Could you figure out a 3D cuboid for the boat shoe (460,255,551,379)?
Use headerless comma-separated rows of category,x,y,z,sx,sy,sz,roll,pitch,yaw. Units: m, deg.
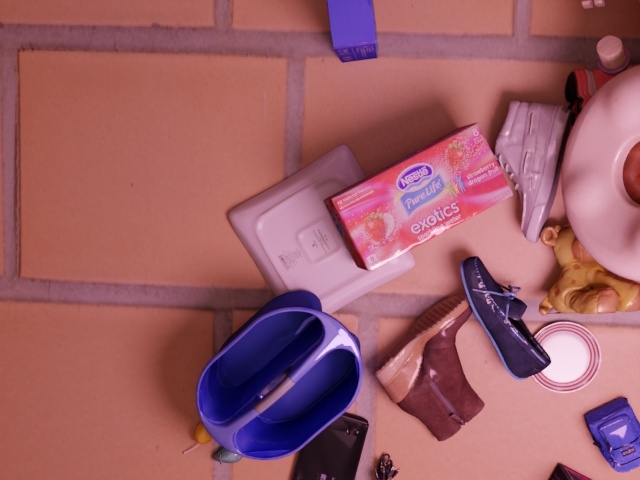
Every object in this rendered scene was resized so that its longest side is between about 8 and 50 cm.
boat shoe,0.354,0.135,1.785,0.089,0.109,0.258,-25,105,29

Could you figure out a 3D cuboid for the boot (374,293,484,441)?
boot,0.249,0.246,1.829,0.248,0.090,0.207,-44,104,7

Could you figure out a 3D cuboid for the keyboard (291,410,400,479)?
keyboard,0.040,0.502,1.889,0.201,0.033,0.317,16,99,9

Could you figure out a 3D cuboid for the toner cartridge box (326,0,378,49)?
toner cartridge box,0.054,-0.400,1.615,0.075,0.348,0.165,-6,97,4

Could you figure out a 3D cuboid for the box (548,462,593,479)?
box,0.475,0.597,1.809,0.165,0.143,0.270,29,98,-1

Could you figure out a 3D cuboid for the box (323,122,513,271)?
box,0.174,-0.079,1.724,0.299,0.142,0.154,-27,94,-5

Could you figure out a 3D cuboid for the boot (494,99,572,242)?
boot,0.380,-0.132,1.764,0.123,0.095,0.258,15,101,21

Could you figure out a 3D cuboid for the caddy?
caddy,-0.073,0.257,1.771,0.341,0.179,0.241,-43,97,16

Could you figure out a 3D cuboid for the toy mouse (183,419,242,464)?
toy mouse,-0.181,0.395,1.892,0.143,0.031,0.161,26,98,1

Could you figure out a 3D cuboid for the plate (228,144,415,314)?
plate,0.000,0.000,1.823,0.278,0.045,0.277,-30,95,8

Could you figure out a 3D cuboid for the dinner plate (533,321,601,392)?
dinner plate,0.470,0.225,1.828,0.141,0.017,0.141,1,96,5

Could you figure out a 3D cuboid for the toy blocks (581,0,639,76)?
toy blocks,0.633,-0.368,1.662,0.308,0.260,0.289,-1,67,28

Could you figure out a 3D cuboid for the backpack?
backpack,0.570,0.381,1.799,0.097,0.101,0.120,-26,98,14

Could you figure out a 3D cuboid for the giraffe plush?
giraffe plush,0.494,0.049,1.750,0.210,0.181,0.171,-6,86,39

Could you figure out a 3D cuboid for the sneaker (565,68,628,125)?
sneaker,0.546,-0.168,1.725,0.136,0.116,0.314,-13,97,2

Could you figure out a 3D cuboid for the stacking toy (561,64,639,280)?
stacking toy,0.686,-0.106,1.607,0.479,0.350,0.351,1,99,-32
